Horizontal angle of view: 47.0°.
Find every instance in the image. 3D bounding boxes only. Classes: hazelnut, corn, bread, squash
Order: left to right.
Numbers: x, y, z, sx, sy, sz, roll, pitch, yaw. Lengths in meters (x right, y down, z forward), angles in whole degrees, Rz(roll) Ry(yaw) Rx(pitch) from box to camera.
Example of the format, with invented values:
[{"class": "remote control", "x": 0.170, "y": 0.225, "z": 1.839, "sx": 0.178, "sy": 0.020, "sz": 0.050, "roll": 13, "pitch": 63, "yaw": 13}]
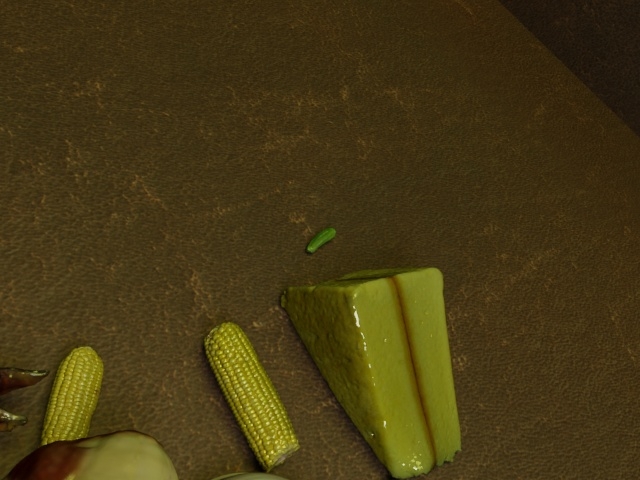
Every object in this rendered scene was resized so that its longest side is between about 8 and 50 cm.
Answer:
[{"class": "corn", "x": -0.357, "y": 0.243, "z": 1.049, "sx": 0.067, "sy": 0.067, "sz": 0.206, "roll": 19, "pitch": 49, "yaw": -18}, {"class": "hazelnut", "x": -0.280, "y": 0.362, "z": 0.904, "sx": 0.261, "sy": 0.241, "sz": 0.261, "roll": 1, "pitch": 74, "yaw": -5}, {"class": "corn", "x": -0.114, "y": 0.245, "z": 1.186, "sx": 0.081, "sy": 0.081, "sz": 0.248, "roll": -13, "pitch": 62, "yaw": -38}, {"class": "squash", "x": -0.001, "y": -0.001, "z": 1.501, "sx": 0.027, "sy": 0.027, "sz": 0.089, "roll": 46, "pitch": 48, "yaw": 10}, {"class": "bread", "x": 0.103, "y": 0.240, "z": 1.348, "sx": 0.233, "sy": 0.245, "sz": 0.362, "roll": -11, "pitch": 91, "yaw": -39}]

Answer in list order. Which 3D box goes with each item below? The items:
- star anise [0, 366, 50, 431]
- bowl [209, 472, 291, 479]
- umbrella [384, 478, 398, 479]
[{"class": "star anise", "x": -0.497, "y": 0.212, "z": 0.969, "sx": 0.288, "sy": 0.088, "sz": 0.288, "roll": 6, "pitch": 50, "yaw": -8}, {"class": "bowl", "x": -0.080, "y": 0.443, "z": 1.000, "sx": 0.287, "sy": 0.144, "sz": 0.287, "roll": 16, "pitch": 48, "yaw": -19}, {"class": "umbrella", "x": 0.122, "y": 0.457, "z": 1.188, "sx": 0.040, "sy": 0.037, "sz": 0.144, "roll": 20, "pitch": 44, "yaw": -24}]
